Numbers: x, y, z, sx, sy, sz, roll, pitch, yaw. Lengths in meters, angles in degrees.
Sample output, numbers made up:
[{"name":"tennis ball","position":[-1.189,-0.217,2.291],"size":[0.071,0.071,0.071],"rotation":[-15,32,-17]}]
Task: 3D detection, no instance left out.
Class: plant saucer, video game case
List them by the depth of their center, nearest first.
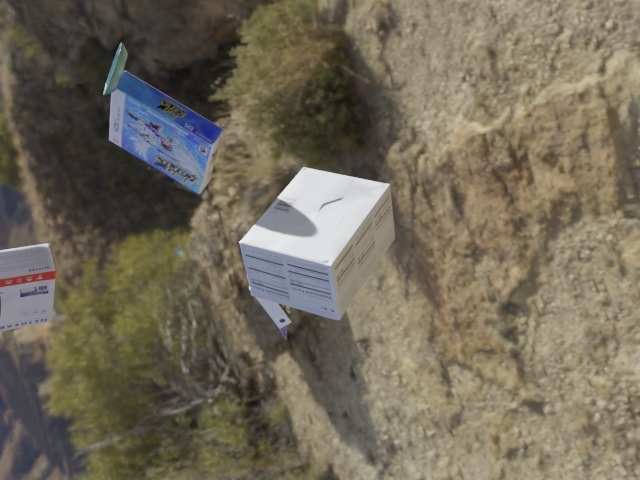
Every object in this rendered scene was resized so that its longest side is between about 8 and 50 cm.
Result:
[{"name":"plant saucer","position":[-0.440,-0.367,1.885],"size":[0.119,0.021,0.119],"rotation":[-54,25,40]},{"name":"video game case","position":[-0.375,-0.251,2.083],"size":[0.269,0.061,0.244],"rotation":[31,152,0]}]

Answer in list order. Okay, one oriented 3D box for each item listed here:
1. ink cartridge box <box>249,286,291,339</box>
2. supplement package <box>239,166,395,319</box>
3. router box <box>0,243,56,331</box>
[{"name":"ink cartridge box","position":[-0.105,0.099,2.113],"size":[0.206,0.045,0.208],"rotation":[-90,-22,-44]},{"name":"supplement package","position":[0.000,0.000,1.728],"size":[0.204,0.262,0.145],"rotation":[14,134,25]},{"name":"router box","position":[-0.845,0.139,2.193],"size":[0.301,0.335,0.082],"rotation":[119,135,-55]}]
